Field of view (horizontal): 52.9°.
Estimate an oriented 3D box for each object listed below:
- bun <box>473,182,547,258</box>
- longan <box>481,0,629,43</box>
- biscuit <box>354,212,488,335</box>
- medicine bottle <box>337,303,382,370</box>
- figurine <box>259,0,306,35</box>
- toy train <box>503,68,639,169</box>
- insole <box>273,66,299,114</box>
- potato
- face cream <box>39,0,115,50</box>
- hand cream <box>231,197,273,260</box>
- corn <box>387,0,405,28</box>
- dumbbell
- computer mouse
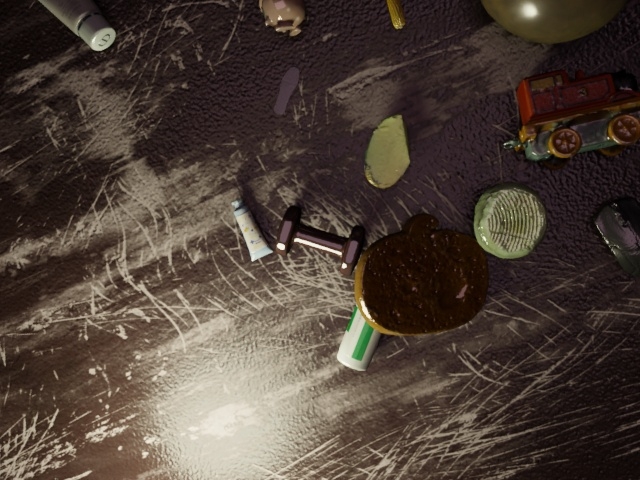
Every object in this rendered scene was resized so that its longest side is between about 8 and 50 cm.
[{"bbox_3d":[0.482,-0.054,1.652,0.195,0.118,0.195,0,100,3],"label":"bun"},{"bbox_3d":[0.556,-0.660,1.493,0.404,0.336,0.404,-12,71,37],"label":"longan"},{"bbox_3d":[0.262,0.087,1.667,0.367,0.063,0.314,-4,90,-15],"label":"biscuit"},{"bbox_3d":[0.130,0.214,1.721,0.095,0.095,0.260,22,98,4],"label":"medicine bottle"},{"bbox_3d":[-0.100,-0.604,1.666,0.125,0.125,0.138,-21,90,7],"label":"figurine"},{"bbox_3d":[0.632,-0.311,1.599,0.369,0.163,0.231,-12,85,7],"label":"toy train"},{"bbox_3d":[-0.092,-0.405,1.739,0.045,0.002,0.135,21,96,5],"label":"insole"},{"bbox_3d":[0.180,-0.234,1.702,0.119,0.054,0.198,5,91,6],"label":"potato"},{"bbox_3d":[-0.682,-0.648,1.744,0.143,0.089,0.314,-44,81,8],"label":"face cream"},{"bbox_3d":[-0.194,-0.033,1.760,0.065,0.043,0.170,-24,94,4],"label":"hand cream"},{"bbox_3d":[0.197,-0.601,1.677,0.037,0.037,0.092,-17,89,7],"label":"corn"},{"bbox_3d":[0.000,0.000,1.702,0.225,0.124,0.140,19,96,4],"label":"dumbbell"},{"bbox_3d":[0.796,-0.005,1.645,0.122,0.073,0.217,-31,90,8],"label":"computer mouse"}]
